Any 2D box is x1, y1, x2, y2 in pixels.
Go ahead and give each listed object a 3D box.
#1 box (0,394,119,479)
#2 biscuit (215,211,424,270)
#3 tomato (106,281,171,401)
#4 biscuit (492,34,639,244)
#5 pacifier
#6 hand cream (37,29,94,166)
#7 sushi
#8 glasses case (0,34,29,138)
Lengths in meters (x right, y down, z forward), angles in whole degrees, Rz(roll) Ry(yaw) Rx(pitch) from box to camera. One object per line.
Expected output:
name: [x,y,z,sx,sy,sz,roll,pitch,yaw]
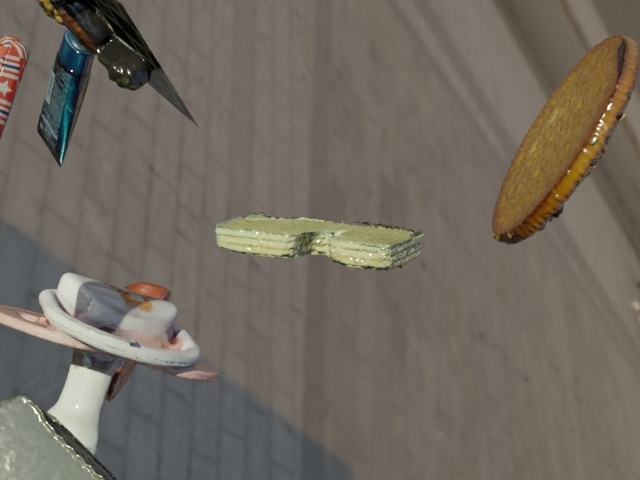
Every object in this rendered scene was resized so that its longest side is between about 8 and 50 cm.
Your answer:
box: [-0.250,0.282,1.121,0.274,0.138,0.178,42,-19,7]
biscuit: [0.000,0.000,1.482,0.147,0.250,0.046,-21,117,-68]
tomato: [-0.347,0.169,1.973,0.085,0.225,0.225,25,33,-1]
biscuit: [0.309,-0.123,1.422,0.038,0.305,0.305,29,34,-6]
pacifier: [-0.303,0.162,1.540,0.332,0.273,0.220,19,32,-24]
hand cream: [-0.508,-0.282,2.220,0.061,0.270,0.120,-10,50,-41]
sushi: [-0.390,-0.355,1.900,0.359,0.064,0.343,40,-11,29]
glasses case: [-0.350,-0.120,1.152,0.049,0.073,0.194,21,80,-20]
